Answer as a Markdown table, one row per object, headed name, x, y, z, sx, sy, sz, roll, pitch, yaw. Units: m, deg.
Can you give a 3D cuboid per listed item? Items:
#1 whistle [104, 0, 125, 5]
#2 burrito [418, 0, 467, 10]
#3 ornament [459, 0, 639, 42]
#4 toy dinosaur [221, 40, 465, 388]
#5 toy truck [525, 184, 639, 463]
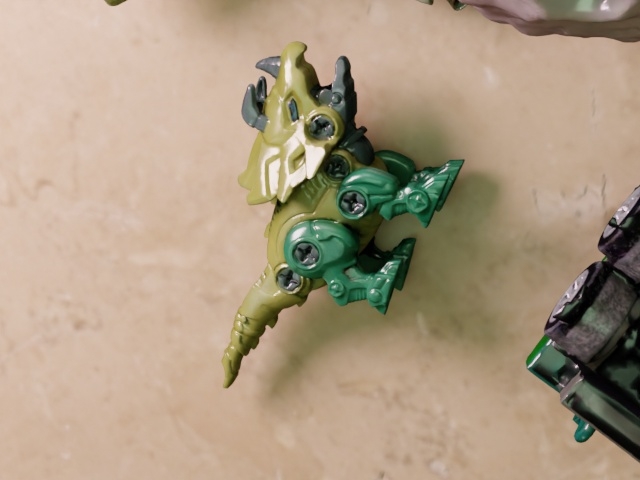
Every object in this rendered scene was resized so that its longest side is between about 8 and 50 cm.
| name | x | y | z | sx | sy | sz | roll | pitch | yaw |
| --- | --- | --- | --- | --- | --- | --- | --- | --- | --- |
| whistle | -0.051 | -0.269 | 1.312 | 0.288 | 0.106 | 0.131 | -42 | 89 | 13 |
| burrito | 0.060 | -0.203 | 1.326 | 0.074 | 0.044 | 0.118 | -44 | 83 | 11 |
| ornament | 0.177 | -0.281 | 1.140 | 0.337 | 0.337 | 0.337 | 2 | 97 | 13 |
| toy dinosaur | 0.000 | 0.000 | 1.347 | 0.153 | 0.094 | 0.259 | 19 | 109 | 10 |
| toy truck | 0.273 | -0.007 | 1.230 | 0.176 | 0.178 | 0.363 | 36 | 103 | -3 |
